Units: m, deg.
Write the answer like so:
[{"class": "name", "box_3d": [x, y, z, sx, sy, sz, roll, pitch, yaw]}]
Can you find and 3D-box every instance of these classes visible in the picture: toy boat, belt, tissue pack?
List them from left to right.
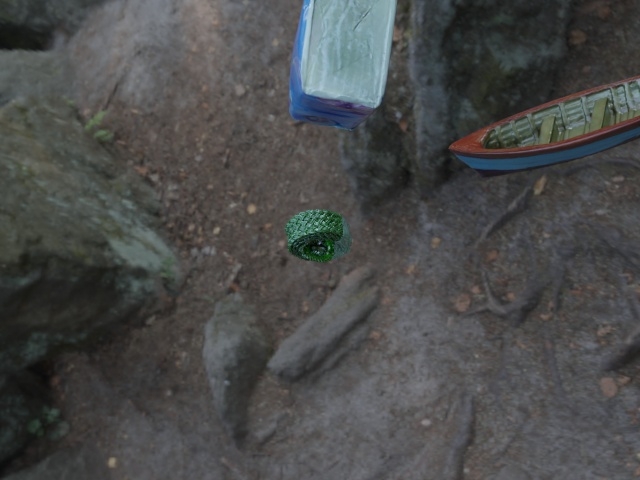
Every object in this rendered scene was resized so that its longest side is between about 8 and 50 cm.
[{"class": "belt", "box_3d": [0.000, 0.000, 1.640, 0.121, 0.151, 0.079, -32, 57, 35]}, {"class": "tissue pack", "box_3d": [0.028, -0.299, 1.288, 0.263, 0.146, 0.198, -173, 91, -86]}, {"class": "toy boat", "box_3d": [0.391, -0.176, 1.273, 0.392, 0.079, 0.136, -15, 36, 40]}]
